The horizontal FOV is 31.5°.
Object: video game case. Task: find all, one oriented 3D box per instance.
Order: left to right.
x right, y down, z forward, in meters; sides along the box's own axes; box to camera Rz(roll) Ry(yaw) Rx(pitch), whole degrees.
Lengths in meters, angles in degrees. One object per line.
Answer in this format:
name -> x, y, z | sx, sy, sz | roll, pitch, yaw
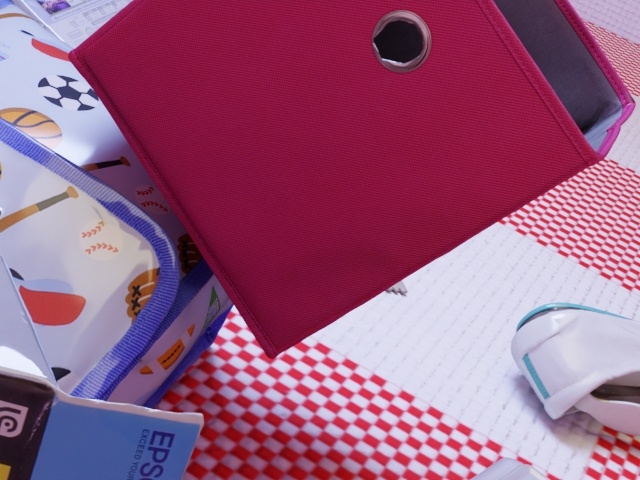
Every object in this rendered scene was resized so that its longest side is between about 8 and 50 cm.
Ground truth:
video game case -> -0.321, -0.298, 1.458 | 0.244, 0.061, 0.269 | 46, 25, -6

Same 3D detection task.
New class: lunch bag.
lunch bag -> -0.240, 0.003, 0.841 | 0.328, 0.239, 0.385 | 32, 31, 6

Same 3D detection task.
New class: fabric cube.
fabric cube -> 0.036, -0.114, 0.807 | 0.254, 0.258, 0.259 | 57, 24, -1

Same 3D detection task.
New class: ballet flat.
ballet flat -> 0.386, 0.153, 1.197 | 0.400, 0.139, 0.139 | 6, 30, -21

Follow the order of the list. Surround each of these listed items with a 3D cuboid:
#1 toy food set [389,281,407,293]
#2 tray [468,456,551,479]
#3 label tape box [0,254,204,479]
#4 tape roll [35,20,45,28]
toy food set -> 0.000, 0.000, 1.259 | 0.192, 0.038, 0.132 | 10, 29, -24
tray -> 0.228, 0.273, 0.929 | 0.270, 0.030, 0.145 | 37, 29, 27
label tape box -> -0.261, 0.117, 0.596 | 0.348, 0.249, 0.115 | 15, 27, -13
tape roll -> -0.396, -0.187, 1.185 | 0.219, 0.072, 0.219 | 0, 17, 0
